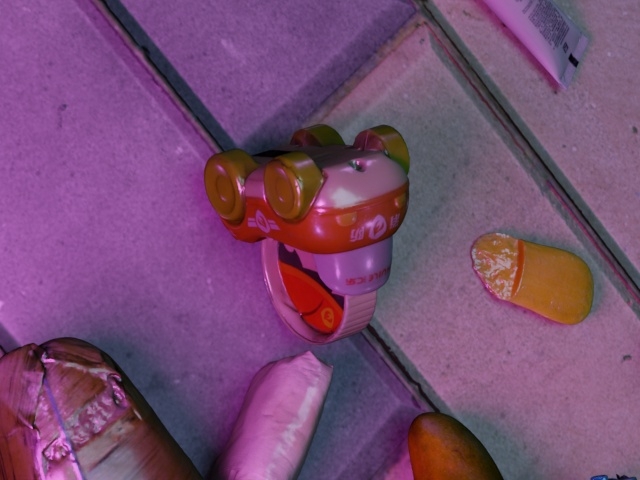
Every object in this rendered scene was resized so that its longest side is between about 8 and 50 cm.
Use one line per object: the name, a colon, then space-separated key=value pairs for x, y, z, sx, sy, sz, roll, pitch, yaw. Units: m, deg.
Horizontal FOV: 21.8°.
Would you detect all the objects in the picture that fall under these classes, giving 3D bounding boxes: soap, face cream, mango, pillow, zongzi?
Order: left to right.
zongzi: x=-0.269 y=0.294 z=1.514 sx=0.360 sy=0.160 sz=0.323 roll=-40 pitch=95 yaw=-24
pillow: x=-0.047 y=0.198 z=1.677 sx=0.078 sy=0.134 sz=0.181 roll=27 pitch=66 yaw=-11
mango: x=0.157 y=0.311 z=1.775 sx=0.133 sy=0.111 sz=0.267 roll=-2 pitch=76 yaw=-60
face cream: x=0.235 y=-0.292 z=2.001 sx=0.244 sy=0.058 sz=0.092 roll=43 pitch=55 yaw=-22
soap: x=0.251 y=0.045 z=1.943 sx=0.168 sy=0.033 sz=0.089 roll=14 pitch=69 yaw=-27

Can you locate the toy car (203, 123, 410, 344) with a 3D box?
toy car: x=0.000 y=0.000 z=1.707 sx=0.145 sy=0.235 sz=0.235 roll=-19 pitch=89 yaw=-32

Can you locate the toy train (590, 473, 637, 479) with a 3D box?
toy train: x=0.297 y=0.323 z=1.823 sx=0.154 sy=0.198 sz=0.107 roll=-15 pitch=89 yaw=-18
